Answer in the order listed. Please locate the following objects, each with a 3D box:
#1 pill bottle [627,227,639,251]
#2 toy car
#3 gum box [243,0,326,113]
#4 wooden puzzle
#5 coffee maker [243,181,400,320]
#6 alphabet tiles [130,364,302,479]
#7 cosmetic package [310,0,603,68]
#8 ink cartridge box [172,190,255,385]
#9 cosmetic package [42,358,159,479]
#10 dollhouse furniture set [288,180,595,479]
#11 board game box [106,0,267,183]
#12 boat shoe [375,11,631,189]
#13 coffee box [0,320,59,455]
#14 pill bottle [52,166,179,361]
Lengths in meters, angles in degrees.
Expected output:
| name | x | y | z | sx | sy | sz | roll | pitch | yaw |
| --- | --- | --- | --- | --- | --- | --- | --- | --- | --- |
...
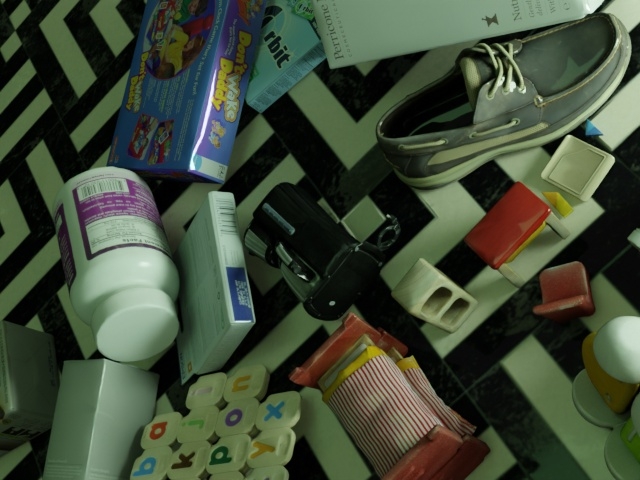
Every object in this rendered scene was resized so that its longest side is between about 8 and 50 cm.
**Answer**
| name | x | y | z | sx | sy | sz | roll | pitch | yaw |
| --- | --- | --- | --- | --- | --- | --- | --- | --- | --- |
| pill bottle | 0.409 | -0.029 | 1.070 | 0.116 | 0.065 | 0.065 | -48 | 52 | 9 |
| toy car | 0.360 | 0.166 | 0.992 | 0.136 | 0.159 | 0.182 | -14 | 56 | -12 |
| gum box | -0.067 | -0.325 | 1.541 | 0.184 | 0.041 | 0.157 | -37 | 54 | 17 |
| wooden puzzle | 0.325 | -0.090 | 1.188 | 0.116 | 0.014 | 0.078 | -51 | 56 | 8 |
| coffee maker | 0.000 | 0.000 | 1.329 | 0.171 | 0.120 | 0.178 | -36 | 52 | -12 |
| alphabet tiles | -0.150 | 0.304 | 1.298 | 0.277 | 0.021 | 0.284 | -16 | 44 | 28 |
| cosmetic package | 0.171 | -0.379 | 1.258 | 0.384 | 0.156 | 0.217 | -7 | 111 | 34 |
| ink cartridge box | -0.170 | 0.077 | 1.419 | 0.224 | 0.045 | 0.223 | -50 | 45 | 49 |
| cosmetic package | -0.333 | 0.305 | 1.417 | 0.107 | 0.127 | 0.238 | -10 | 64 | 33 |
| dollhouse furniture set | 0.166 | 0.116 | 1.124 | 0.374 | 0.152 | 0.201 | -48 | 52 | 9 |
| board game box | -0.224 | -0.274 | 1.568 | 0.233 | 0.078 | 0.347 | 7 | 81 | 44 |
| boat shoe | 0.229 | -0.185 | 1.217 | 0.355 | 0.130 | 0.132 | -32 | 56 | 21 |
| coffee box | -0.595 | 0.285 | 1.612 | 0.297 | 0.119 | 0.168 | -31 | 57 | 21 |
| pill bottle | -0.316 | 0.037 | 1.470 | 0.169 | 0.169 | 0.302 | -39 | 47 | 16 |
